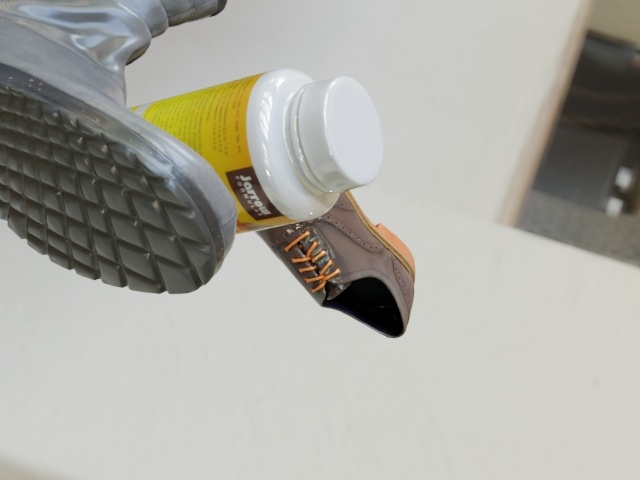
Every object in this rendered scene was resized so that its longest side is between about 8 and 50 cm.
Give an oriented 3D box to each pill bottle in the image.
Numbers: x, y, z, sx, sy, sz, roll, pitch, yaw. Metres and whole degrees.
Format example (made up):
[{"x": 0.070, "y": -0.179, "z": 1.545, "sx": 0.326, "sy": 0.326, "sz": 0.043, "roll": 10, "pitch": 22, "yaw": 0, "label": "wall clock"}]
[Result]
[{"x": -0.063, "y": -0.064, "z": 1.318, "sx": 0.117, "sy": 0.215, "sz": 0.117, "roll": 24, "pitch": 60, "yaw": -52, "label": "pill bottle"}]

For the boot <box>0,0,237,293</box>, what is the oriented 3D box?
[{"x": -0.128, "y": -0.110, "z": 1.011, "sx": 0.222, "sy": 0.338, "sz": 0.118, "roll": -37, "pitch": 142, "yaw": -35, "label": "boot"}]

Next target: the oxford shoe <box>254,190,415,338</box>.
[{"x": 0.000, "y": 0.000, "z": 1.692, "sx": 0.097, "sy": 0.271, "sz": 0.098, "roll": -38, "pitch": -147, "yaw": 28, "label": "oxford shoe"}]
